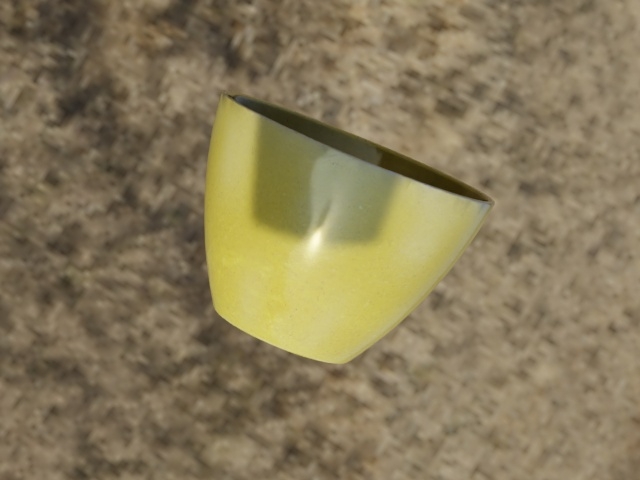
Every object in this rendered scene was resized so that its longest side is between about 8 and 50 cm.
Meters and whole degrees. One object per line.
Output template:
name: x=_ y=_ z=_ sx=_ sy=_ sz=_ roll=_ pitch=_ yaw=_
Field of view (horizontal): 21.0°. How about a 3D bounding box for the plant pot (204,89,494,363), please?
plant pot: x=0.000 y=0.000 z=0.793 sx=0.134 sy=0.134 sz=0.095 roll=7 pitch=107 yaw=-62
